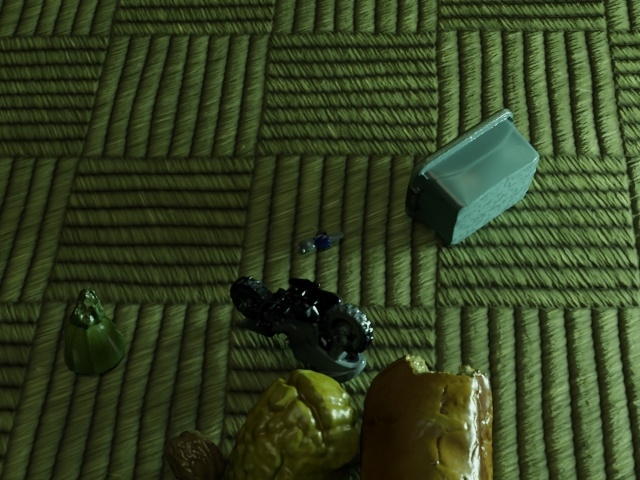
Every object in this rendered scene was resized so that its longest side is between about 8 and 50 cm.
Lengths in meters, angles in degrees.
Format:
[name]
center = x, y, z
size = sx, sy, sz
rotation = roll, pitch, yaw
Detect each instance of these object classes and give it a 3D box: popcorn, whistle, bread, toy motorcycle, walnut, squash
[popcorn]
center = -0.046, 0.297, 1.711
size = 0.200, 0.226, 0.203
rotation = -12, 15, -18
[whistle]
center = 0.000, 0.000, 2.035
size = 0.083, 0.029, 0.033
rotation = -17, 36, 1
[bread]
center = 0.144, 0.312, 1.658
size = 0.195, 0.149, 0.344
rotation = -22, 41, 24
[toy motorcycle]
center = -0.025, 0.143, 1.868
size = 0.270, 0.159, 0.106
rotation = 13, 43, 35
[walnut]
center = -0.186, 0.329, 1.763
size = 0.079, 0.082, 0.096
rotation = -15, 53, -45
[squash]
center = -0.375, 0.140, 1.893
size = 0.105, 0.132, 0.105
rotation = -2, 50, 3

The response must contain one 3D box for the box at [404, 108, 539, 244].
[box]
center = 0.258, -0.108, 2.016
size = 0.227, 0.162, 0.130
rotation = -32, 66, -19
